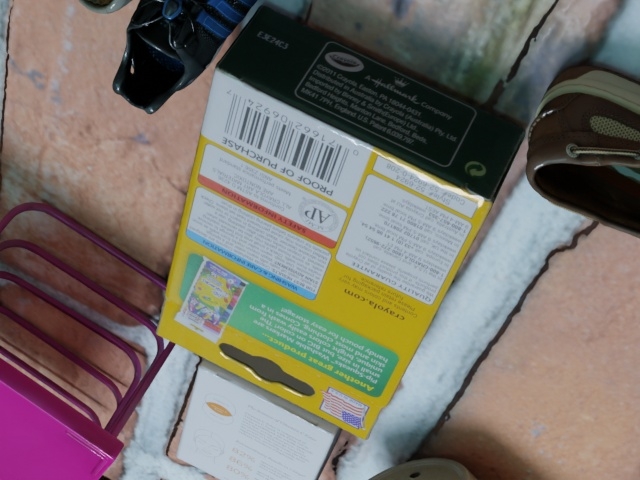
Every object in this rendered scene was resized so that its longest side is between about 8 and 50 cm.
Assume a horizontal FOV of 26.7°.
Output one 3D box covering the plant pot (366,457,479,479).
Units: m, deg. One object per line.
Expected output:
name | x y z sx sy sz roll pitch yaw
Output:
plant pot | 0.121 0.346 1.218 0.256 0.256 0.274 -8 113 39

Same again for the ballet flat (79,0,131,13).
ballet flat | -0.191 -0.239 0.883 0.072 0.068 0.213 -19 121 44

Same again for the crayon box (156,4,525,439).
crayon box | 0.000 0.000 1.012 0.203 0.083 0.323 26 141 5

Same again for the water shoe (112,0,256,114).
water shoe | -0.082 -0.157 0.894 0.073 0.080 0.203 30 142 -1

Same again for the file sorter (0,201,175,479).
file sorter | -0.273 0.132 1.256 0.202 0.182 0.290 35 141 -5

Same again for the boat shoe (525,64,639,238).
boat shoe | 0.246 -0.014 0.829 0.257 0.095 0.095 21 141 11

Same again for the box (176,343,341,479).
box | -0.044 0.150 1.202 0.130 0.091 0.170 27 142 5

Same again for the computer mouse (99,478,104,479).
computer mouse | -0.183 0.319 1.521 0.242 0.041 0.071 16 141 18
